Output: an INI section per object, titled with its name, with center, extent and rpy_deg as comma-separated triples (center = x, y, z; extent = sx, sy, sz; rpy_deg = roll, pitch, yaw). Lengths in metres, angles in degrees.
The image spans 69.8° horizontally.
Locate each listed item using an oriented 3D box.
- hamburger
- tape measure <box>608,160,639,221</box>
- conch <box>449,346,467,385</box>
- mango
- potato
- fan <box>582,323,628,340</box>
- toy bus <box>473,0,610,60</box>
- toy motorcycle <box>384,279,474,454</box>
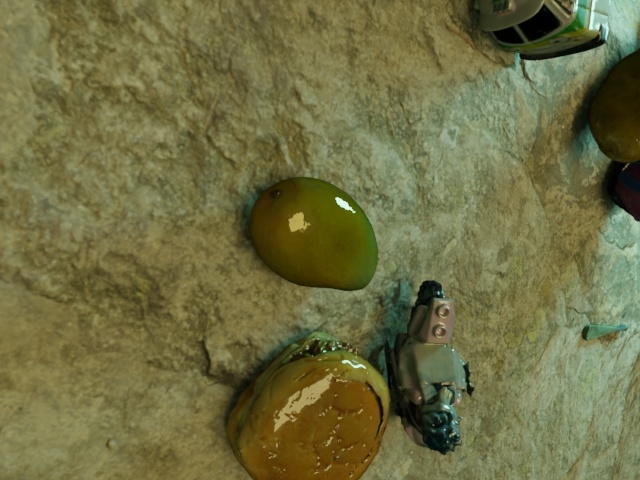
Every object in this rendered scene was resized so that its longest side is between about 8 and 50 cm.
[hamburger]
center = -0.009, 0.226, 0.589
extent = 0.213, 0.108, 0.214
rpy_deg = -8, 106, -28
[tape measure]
center = 0.745, -0.146, 0.944
extent = 0.149, 0.231, 0.245
rpy_deg = 40, 81, -32
[conch]
center = 0.203, 0.213, 0.753
extent = 0.076, 0.056, 0.085
rpy_deg = -14, 88, -7
[mango]
center = 0.000, 0.000, 0.557
extent = 0.194, 0.091, 0.130
rpy_deg = 44, 73, -36
[potato]
center = 0.665, -0.286, 0.887
extent = 0.369, 0.176, 0.195
rpy_deg = -39, 94, -11
[fan]
center = 0.680, 0.214, 1.093
extent = 0.193, 0.016, 0.038
rpy_deg = 4, 100, -33
[toy bus]
center = 0.327, -0.437, 0.664
extent = 0.179, 0.143, 0.306
rpy_deg = -4, 101, -31
[toy motorcycle]
center = 0.156, 0.192, 0.625
extent = 0.108, 0.204, 0.239
rpy_deg = -10, 105, 0
